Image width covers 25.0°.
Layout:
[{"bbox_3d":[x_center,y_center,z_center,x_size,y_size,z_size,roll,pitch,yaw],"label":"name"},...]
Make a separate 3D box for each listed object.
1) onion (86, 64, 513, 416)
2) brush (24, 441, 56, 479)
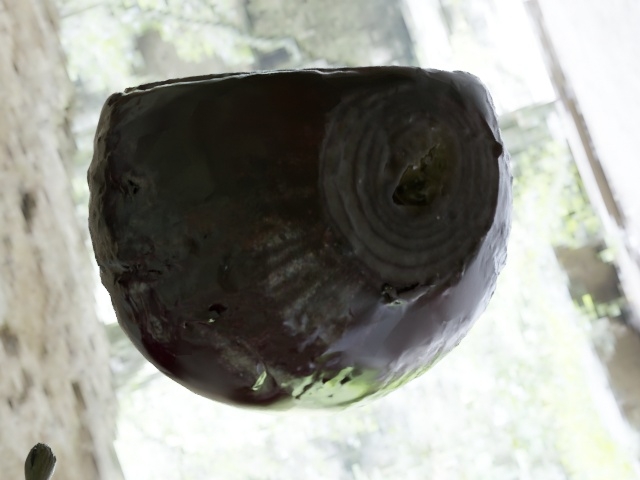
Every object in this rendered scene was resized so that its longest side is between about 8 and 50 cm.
[{"bbox_3d":[0.000,0.000,1.075,0.337,0.282,0.260,-4,-92,-44],"label":"onion"},{"bbox_3d":[-0.376,0.386,1.827,0.042,0.039,0.299,-47,29,44],"label":"brush"}]
